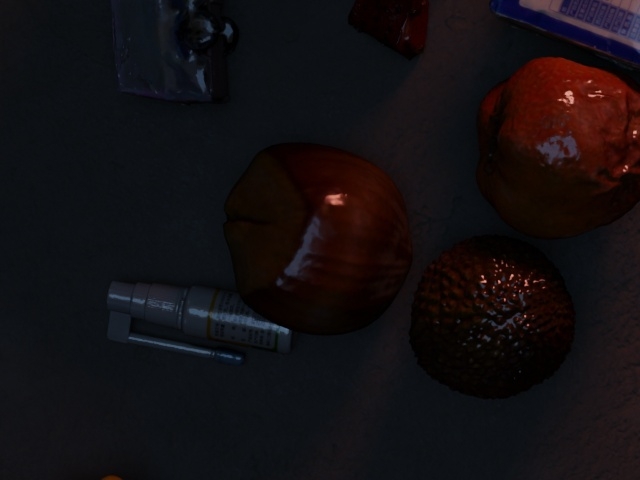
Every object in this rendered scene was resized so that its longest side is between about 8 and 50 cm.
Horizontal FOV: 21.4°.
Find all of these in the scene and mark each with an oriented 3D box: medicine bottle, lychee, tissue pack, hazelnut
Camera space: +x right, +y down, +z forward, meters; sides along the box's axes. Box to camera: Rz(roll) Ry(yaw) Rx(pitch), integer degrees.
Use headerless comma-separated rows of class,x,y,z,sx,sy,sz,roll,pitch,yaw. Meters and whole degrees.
medicine bottle,-0.138,0.096,1.958,0.221,0.061,0.092,11,113,6
lychee,0.192,0.082,1.860,0.194,0.194,0.194,0,93,7
tissue pack,0.328,-0.329,1.835,0.209,0.137,0.269,22,94,22
hazelnut,-0.001,0.000,1.886,0.181,0.181,0.212,3,79,31

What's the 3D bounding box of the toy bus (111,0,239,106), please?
toy bus,-0.174,-0.308,1.917,0.138,0.112,0.317,-3,92,11

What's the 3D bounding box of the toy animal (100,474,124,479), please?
toy animal,-0.217,0.358,1.931,0.248,0.165,0.149,38,81,16

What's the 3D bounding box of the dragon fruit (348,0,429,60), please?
dragon fruit,0.092,-0.279,1.907,0.097,0.063,0.131,24,95,5

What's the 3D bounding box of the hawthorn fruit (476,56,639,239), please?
hawthorn fruit,0.296,-0.101,1.833,0.243,0.207,0.207,3,93,-6
